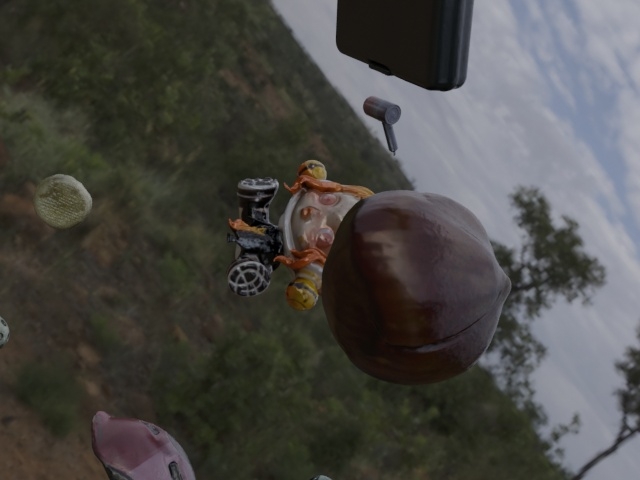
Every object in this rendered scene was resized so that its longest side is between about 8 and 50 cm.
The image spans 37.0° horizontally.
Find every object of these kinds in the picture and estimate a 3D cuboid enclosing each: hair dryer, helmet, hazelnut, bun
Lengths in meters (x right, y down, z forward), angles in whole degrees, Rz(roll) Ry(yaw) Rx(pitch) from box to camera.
[{"bbox_3d":[0.114,-0.194,1.664,0.063,0.037,0.114,31,-32,46],"label":"hair dryer"},{"bbox_3d":[-0.285,0.403,1.611,0.198,0.154,0.254,76,4,-59],"label":"helmet"},{"bbox_3d":[0.111,0.057,1.117,0.229,0.229,0.229,53,3,-3],"label":"hazelnut"},{"bbox_3d":[-0.385,-0.060,1.428,0.086,0.086,0.055,53,3,-20],"label":"bun"}]

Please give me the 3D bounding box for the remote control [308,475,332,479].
[{"bbox_3d":[0.047,0.628,2.074,0.256,0.097,0.045,54,-3,12],"label":"remote control"}]

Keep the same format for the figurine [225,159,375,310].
[{"bbox_3d":[-0.001,0.002,1.754,0.196,0.322,0.320,82,12,-56],"label":"figurine"}]

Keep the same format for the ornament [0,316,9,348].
[{"bbox_3d":[-0.654,0.148,1.811,0.156,0.081,0.075,47,-30,14],"label":"ornament"}]

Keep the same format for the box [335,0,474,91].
[{"bbox_3d":[0.086,-0.261,1.041,0.230,0.050,0.160,39,-47,56],"label":"box"}]
